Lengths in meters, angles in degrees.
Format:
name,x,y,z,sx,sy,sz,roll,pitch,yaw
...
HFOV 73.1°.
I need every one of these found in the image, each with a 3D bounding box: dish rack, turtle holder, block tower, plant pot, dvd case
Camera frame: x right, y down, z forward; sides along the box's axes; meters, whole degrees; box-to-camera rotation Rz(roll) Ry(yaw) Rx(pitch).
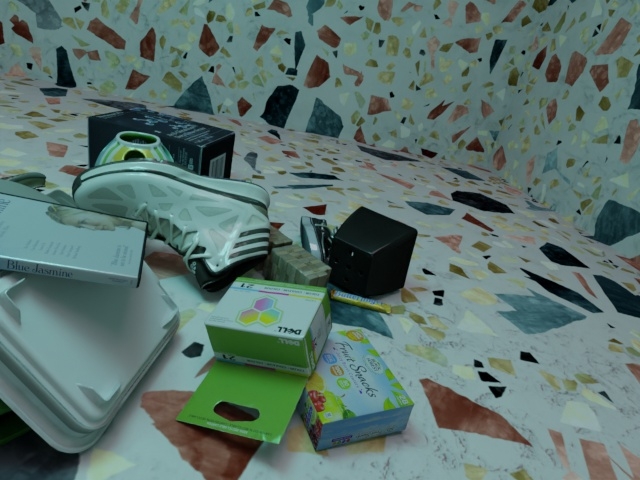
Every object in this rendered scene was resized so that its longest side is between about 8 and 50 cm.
name,x,y,z,sx,sy,sz,roll,pitch,yaw
dish rack,-0.354,0.110,0.673,0.286,0.072,0.333,56,18,-16
turtle holder,-0.530,-0.171,1.209,0.243,0.228,0.320,15,24,2
block tower,-0.113,0.045,1.129,0.090,0.097,0.335,-11,36,-43
plant pot,0.120,0.041,1.150,0.188,0.188,0.166,27,33,31
dvd case,-0.393,-0.007,0.640,0.252,0.022,0.180,12,26,-23

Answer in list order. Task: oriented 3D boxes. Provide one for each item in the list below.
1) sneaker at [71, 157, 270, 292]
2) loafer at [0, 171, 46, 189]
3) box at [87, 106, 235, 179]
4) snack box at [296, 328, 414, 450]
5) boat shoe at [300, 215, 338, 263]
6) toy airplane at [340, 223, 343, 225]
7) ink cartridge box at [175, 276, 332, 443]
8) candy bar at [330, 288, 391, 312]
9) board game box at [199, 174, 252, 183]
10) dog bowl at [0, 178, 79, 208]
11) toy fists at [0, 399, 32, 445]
name,x,y,z,sx,sy,sz,roll,pitch,yaw
sneaker,-0.319,-0.025,0.971,0.446,0.169,0.258,5,56,-23
loafer,-0.821,-0.111,1.112,0.094,0.088,0.251,-4,22,25
box,-0.543,-0.305,1.514,0.394,0.212,0.294,15,25,5
snack box,0.037,0.255,0.778,0.174,0.070,0.207,-1,28,-24
boat shoe,0.000,0.004,1.250,0.104,0.113,0.306,0,15,-6
toy airplane,0.138,-0.032,1.498,0.151,0.028,0.151,12,26,-6
ink cartridge box,-0.106,0.183,0.723,0.188,0.097,0.255,5,33,18
candy bar,0.100,0.154,1.093,0.161,0.018,0.040,15,24,1
board game box,-0.320,-0.126,1.335,0.200,0.136,0.035,4,25,-21
dog bowl,-0.540,-0.008,0.825,0.348,0.102,0.349,41,1,-1
toy fists,-0.503,0.224,0.542,0.142,0.096,0.279,38,31,24
